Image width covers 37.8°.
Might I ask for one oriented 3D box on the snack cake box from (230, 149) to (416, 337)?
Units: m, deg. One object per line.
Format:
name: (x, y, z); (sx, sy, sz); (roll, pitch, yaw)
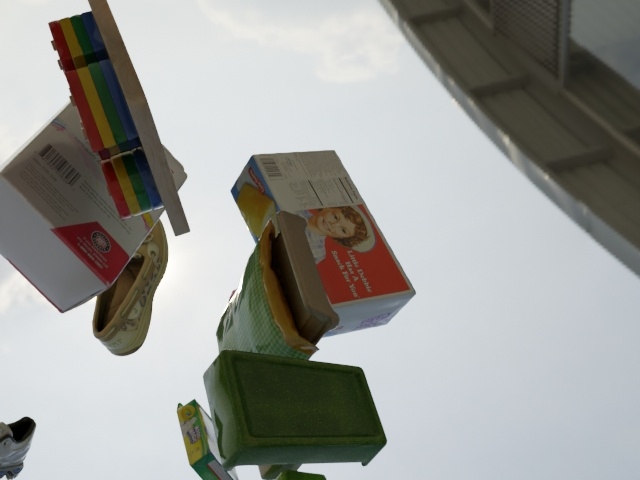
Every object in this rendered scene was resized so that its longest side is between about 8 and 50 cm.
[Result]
snack cake box: (0.000, 0.000, 1.320); (0.152, 0.089, 0.264); (-6, -123, -38)

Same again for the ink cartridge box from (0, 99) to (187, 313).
ink cartridge box: (-0.370, -0.074, 1.447); (0.131, 0.226, 0.306); (-30, -159, 32)

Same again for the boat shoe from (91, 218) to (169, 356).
boat shoe: (-0.341, 0.060, 1.663); (0.104, 0.089, 0.285); (-10, -122, 19)

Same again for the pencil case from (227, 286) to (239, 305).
pencil case: (-0.097, 0.115, 1.801); (0.098, 0.095, 0.209); (51, -159, 13)

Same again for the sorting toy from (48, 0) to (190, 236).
sorting toy: (-0.276, -0.162, 1.260); (0.089, 0.257, 0.255); (-20, -128, -9)

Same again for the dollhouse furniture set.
dollhouse furniture set: (-0.083, 0.126, 0.938); (0.151, 0.198, 0.302); (9, -136, -31)

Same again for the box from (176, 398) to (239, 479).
box: (-0.185, 0.337, 1.536); (0.043, 0.105, 0.179); (-34, -151, -2)

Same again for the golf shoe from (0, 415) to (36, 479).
golf shoe: (-0.402, 0.242, 1.085); (0.069, 0.086, 0.176); (38, -166, 15)
